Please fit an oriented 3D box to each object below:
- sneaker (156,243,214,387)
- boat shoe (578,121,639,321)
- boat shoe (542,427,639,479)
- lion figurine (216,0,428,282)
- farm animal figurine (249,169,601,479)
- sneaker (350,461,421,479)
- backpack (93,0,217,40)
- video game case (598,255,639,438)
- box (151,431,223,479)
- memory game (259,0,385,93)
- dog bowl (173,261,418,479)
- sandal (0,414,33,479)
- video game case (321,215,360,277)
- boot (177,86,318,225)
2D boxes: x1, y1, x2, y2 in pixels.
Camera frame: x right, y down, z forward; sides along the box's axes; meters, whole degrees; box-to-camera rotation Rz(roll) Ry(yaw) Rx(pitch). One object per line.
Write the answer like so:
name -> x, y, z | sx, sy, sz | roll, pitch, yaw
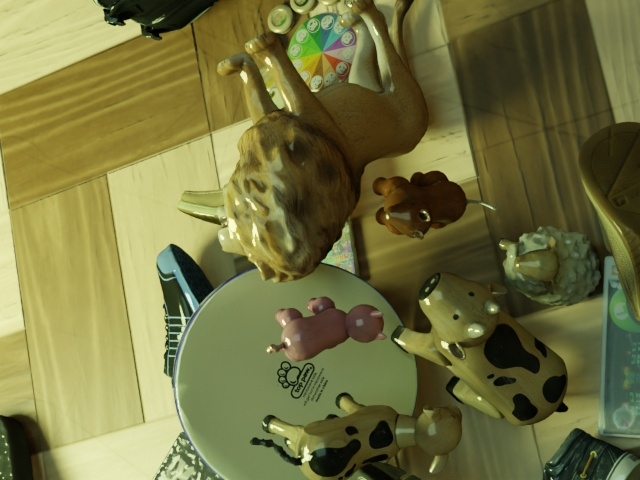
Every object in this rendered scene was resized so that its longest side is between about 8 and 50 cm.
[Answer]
sneaker -> -0.158, 0.118, 1.757 | 0.090, 0.081, 0.232 | -33, 68, 14
boat shoe -> 0.358, 0.037, 1.432 | 0.122, 0.110, 0.341 | -21, 55, 6
boat shoe -> 0.257, 0.288, 1.510 | 0.083, 0.065, 0.183 | 29, 91, 32
lion figurine -> 0.027, -0.125, 1.589 | 0.142, 0.392, 0.240 | -24, 95, 53
farm animal figurine -> 0.128, 0.109, 1.451 | 0.172, 0.327, 0.330 | 19, 87, 58
sneaker -> 0.106, 0.334, 1.494 | 0.229, 0.086, 0.132 | 32, 105, 17
backpack -> -0.157, -0.385, 1.760 | 0.253, 0.225, 0.191 | -26, 75, 19
video game case -> 0.372, 0.110, 1.494 | 0.173, 0.022, 0.190 | -1, 82, 30
box -> -0.125, 0.330, 1.697 | 0.156, 0.093, 0.158 | 36, 101, 28
memory game -> -0.001, -0.228, 1.766 | 0.186, 0.012, 0.186 | -5, 79, 28
dog bowl -> -0.029, 0.152, 1.591 | 0.265, 0.104, 0.265 | 0, 85, -6
sandal -> -0.382, 0.430, 1.834 | 0.167, 0.107, 0.445 | -25, 58, 25
video game case -> 0.000, 0.000, 1.728 | 0.087, 0.011, 0.122 | -15, 75, 26
boot -> -0.066, -0.098, 1.731 | 0.213, 0.077, 0.165 | 1, 83, 25
